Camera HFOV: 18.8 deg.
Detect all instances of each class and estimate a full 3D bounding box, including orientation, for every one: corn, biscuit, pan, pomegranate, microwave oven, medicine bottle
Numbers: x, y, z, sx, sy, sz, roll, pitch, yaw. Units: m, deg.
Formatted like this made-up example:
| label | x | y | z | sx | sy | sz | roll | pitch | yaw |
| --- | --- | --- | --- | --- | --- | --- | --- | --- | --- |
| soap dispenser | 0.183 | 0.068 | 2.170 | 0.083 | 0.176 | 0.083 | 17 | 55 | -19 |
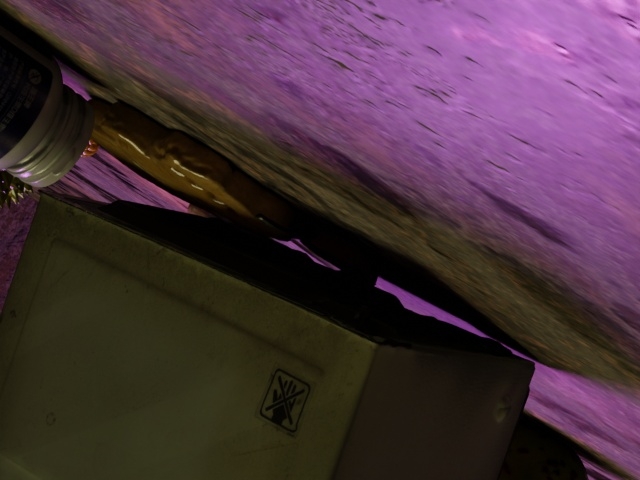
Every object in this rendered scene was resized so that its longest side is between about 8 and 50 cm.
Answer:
| label | x | y | z | sx | sy | sz | roll | pitch | yaw |
| --- | --- | --- | --- | --- | --- | --- | --- | --- | --- |
| corn | -0.225 | -0.097 | 1.815 | 0.037 | 0.037 | 0.092 | 31 | 178 | 2 |
| biscuit | -0.118 | -0.058 | 1.580 | 0.184 | 0.035 | 0.249 | 36 | 174 | -36 |
| pan | 0.000 | -0.001 | 1.485 | 0.115 | 0.023 | 0.068 | 31 | 176 | -30 |
| pomegranate | 0.187 | 0.263 | 2.111 | 0.202 | 0.202 | 0.248 | 26 | 142 | 45 |
| microwave oven | -0.069 | 0.167 | 1.595 | 0.394 | 0.333 | 0.247 | 23 | -174 | 40 |
| medicine bottle | -0.264 | -0.120 | 1.447 | 0.191 | 0.107 | 0.107 | 36 | 173 | -36 |

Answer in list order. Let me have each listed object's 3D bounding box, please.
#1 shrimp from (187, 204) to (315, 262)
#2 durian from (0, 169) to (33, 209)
| label | x | y | z | sx | sy | sz | roll | pitch | yaw |
| --- | --- | --- | --- | --- | --- | --- | --- | --- | --- |
| shrimp | -0.044 | 0.026 | 1.860 | 0.152 | 0.046 | 0.219 | 33 | 173 | 31 |
| durian | -0.274 | -0.085 | 1.579 | 0.100 | 0.086 | 0.215 | 23 | 128 | 46 |
